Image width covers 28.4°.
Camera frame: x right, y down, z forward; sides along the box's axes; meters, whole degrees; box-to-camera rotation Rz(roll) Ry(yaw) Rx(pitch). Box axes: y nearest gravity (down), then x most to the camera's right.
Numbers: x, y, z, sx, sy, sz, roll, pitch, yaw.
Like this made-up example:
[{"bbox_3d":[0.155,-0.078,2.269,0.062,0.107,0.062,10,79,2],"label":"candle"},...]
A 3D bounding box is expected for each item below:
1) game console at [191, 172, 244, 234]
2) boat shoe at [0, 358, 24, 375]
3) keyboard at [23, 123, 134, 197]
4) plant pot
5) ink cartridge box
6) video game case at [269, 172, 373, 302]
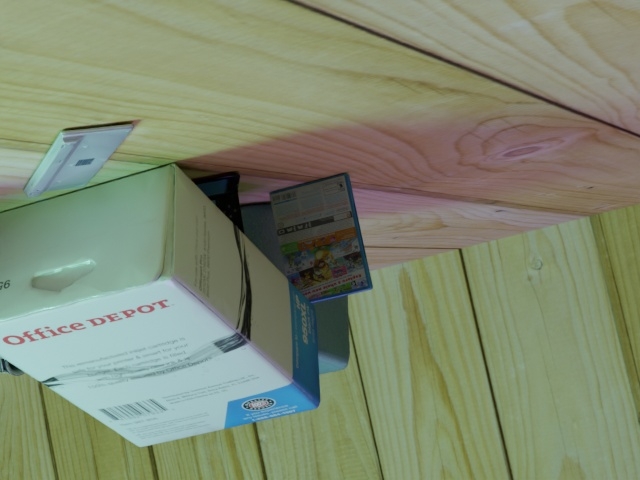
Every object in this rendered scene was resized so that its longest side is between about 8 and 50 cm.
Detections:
[{"bbox_3d":[-0.170,-0.027,1.623,0.144,0.124,0.085,-11,-160,-8],"label":"game console"},{"bbox_3d":[-0.507,0.161,2.038,0.335,0.119,0.121,-17,172,33],"label":"boat shoe"},{"bbox_3d":[-0.256,-0.082,1.314,0.072,0.014,0.256,-15,175,-23],"label":"keyboard"},{"bbox_3d":[-0.129,0.074,1.921,0.247,0.247,0.252,-17,156,38],"label":"plant pot"},{"bbox_3d":[-0.210,0.097,1.595,0.286,0.166,0.395,-15,146,19],"label":"ink cartridge box"},{"bbox_3d":[0.000,0.000,1.771,0.119,0.166,0.015,-14,173,16],"label":"video game case"}]
